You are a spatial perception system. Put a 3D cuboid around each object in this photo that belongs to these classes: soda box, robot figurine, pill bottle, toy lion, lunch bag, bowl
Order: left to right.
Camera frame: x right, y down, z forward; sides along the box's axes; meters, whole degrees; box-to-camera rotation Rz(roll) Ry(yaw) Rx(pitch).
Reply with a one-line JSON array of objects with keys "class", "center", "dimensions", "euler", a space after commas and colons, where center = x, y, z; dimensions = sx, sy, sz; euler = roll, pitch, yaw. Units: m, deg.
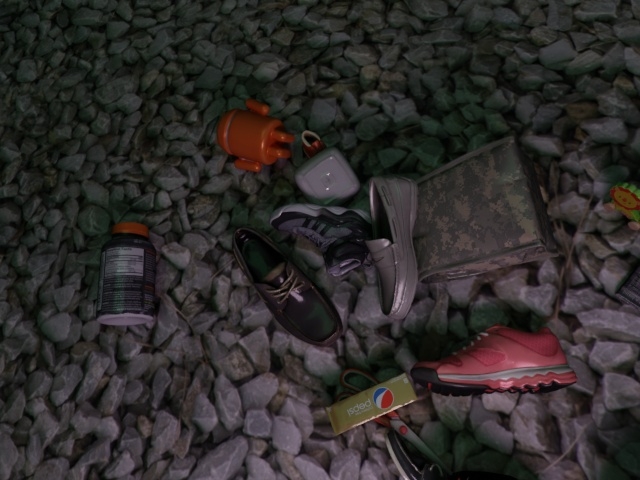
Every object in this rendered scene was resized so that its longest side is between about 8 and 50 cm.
[{"class": "pill bottle", "center": [-0.480, 0.080, 1.058], "dimensions": [0.131, 0.130, 0.245], "euler": [-9, 69, 8]}, {"class": "robot figurine", "center": [-0.180, -0.278, 1.123], "dimensions": [0.219, 0.158, 0.128], "euler": [18, 53, 17]}, {"class": "bowl", "center": [0.018, -0.146, 1.044], "dimensions": [0.142, 0.053, 0.142], "euler": [-34, 99, 3]}, {"class": "soda box", "center": [0.105, 0.333, 0.868], "dimensions": [0.181, 0.061, 0.058], "euler": [-25, 69, 2]}, {"class": "lunch bag", "center": [0.320, -0.046, 0.914], "dimensions": [0.287, 0.169, 0.235], "euler": [-20, 69, 36]}, {"class": "toy lion", "center": [0.660, -0.078, 0.900], "dimensions": [0.034, 0.096, 0.100], "euler": [-40, 69, -4]}]

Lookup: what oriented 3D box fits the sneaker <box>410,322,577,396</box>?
[{"class": "sneaker", "center": [0.337, 0.240, 0.864], "dimensions": [0.314, 0.116, 0.136], "euler": [-3, 60, 3]}]

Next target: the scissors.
[{"class": "scissors", "center": [0.163, 0.374, 0.884], "dimensions": [0.297, 0.021, 0.109], "euler": [23, 75, 19]}]

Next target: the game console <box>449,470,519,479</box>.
[{"class": "game console", "center": [0.260, 0.580, 0.741], "dimensions": [0.213, 0.044, 0.361], "euler": [27, 90, -13]}]

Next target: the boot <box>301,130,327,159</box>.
[{"class": "boot", "center": [0.004, -0.216, 1.088], "dimensions": [0.059, 0.084, 0.158], "euler": [-39, 71, -6]}]

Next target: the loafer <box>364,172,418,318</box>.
[{"class": "loafer", "center": [0.147, 0.013, 0.930], "dimensions": [0.112, 0.112, 0.319], "euler": [1, 87, -21]}]

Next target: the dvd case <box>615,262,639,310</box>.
[{"class": "dvd case", "center": [0.751, 0.080, 0.869], "dimensions": [0.164, 0.018, 0.221], "euler": [40, 83, 22]}]

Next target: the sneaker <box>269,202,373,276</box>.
[{"class": "sneaker", "center": [0.000, 0.000, 1.002], "dimensions": [0.269, 0.101, 0.153], "euler": [4, 69, 10]}]

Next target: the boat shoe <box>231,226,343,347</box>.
[{"class": "boat shoe", "center": [-0.095, 0.103, 0.971], "dimensions": [0.355, 0.130, 0.132], "euler": [42, 84, 21]}]

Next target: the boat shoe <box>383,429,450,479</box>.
[{"class": "boat shoe", "center": [0.209, 0.460, 0.812], "dimensions": [0.079, 0.084, 0.233], "euler": [-38, 76, 0]}]
